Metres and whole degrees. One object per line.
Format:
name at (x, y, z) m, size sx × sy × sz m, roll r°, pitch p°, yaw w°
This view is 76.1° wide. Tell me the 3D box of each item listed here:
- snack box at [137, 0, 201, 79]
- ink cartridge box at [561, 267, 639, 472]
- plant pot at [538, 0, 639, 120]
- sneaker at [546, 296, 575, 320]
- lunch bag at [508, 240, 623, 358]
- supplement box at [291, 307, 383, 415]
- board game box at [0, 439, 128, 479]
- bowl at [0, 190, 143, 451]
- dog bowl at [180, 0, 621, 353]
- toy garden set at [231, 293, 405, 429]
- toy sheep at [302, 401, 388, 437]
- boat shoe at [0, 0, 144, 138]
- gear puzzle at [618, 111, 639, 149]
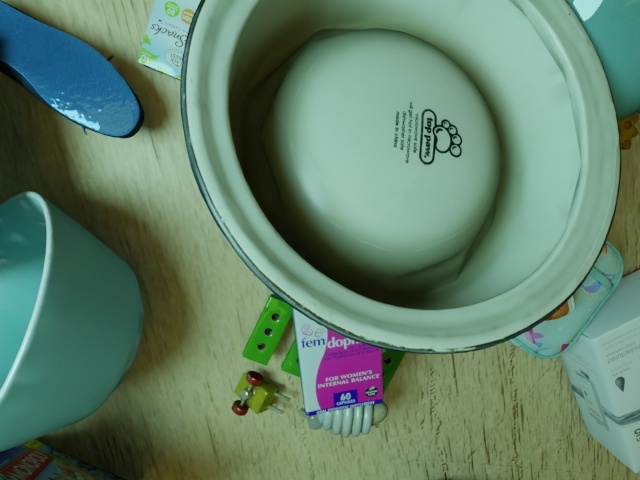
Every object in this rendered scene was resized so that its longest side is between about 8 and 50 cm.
snack box at (-0.175, -0.289, 0.556) m, size 0.100 × 0.037 × 0.141 m, roll 20°, pitch 100°, yaw -9°
ink cartridge box at (0.555, 0.218, 0.707) m, size 0.207 × 0.117 × 0.283 m, roll -26°, pitch 104°, yaw 0°
plant pot at (0.338, -0.288, 0.495) m, size 0.292 × 0.293 × 0.235 m, roll 20°, pitch 113°, yaw -10°
sneaker at (0.293, 0.035, 0.557) m, size 0.067 × 0.064 × 0.175 m, roll -19°, pitch 100°, yaw 8°
lunch bag at (0.313, 0.034, 0.645) m, size 0.279 × 0.108 × 0.224 m, roll 35°, pitch 97°, yaw -12°
supplement box at (0.018, 0.112, 0.561) m, size 0.111 × 0.114 × 0.220 m, roll -8°, pitch 114°, yaw -5°
board game box at (-0.348, 0.347, 0.553) m, size 0.213 × 0.317 × 0.046 m, roll 34°, pitch 62°, yaw -12°
bowl at (-0.349, 0.111, 0.520) m, size 0.312 × 0.311 × 0.163 m, roll -53°, pitch 141°, yaw 6°
dog bowl at (0.077, -0.101, 0.416) m, size 0.407 × 0.150 × 0.409 m, roll 2°, pitch 81°, yaw -14°
toy garden set at (-0.014, 0.220, 0.684) m, size 0.244 × 0.049 × 0.204 m, roll 24°, pitch 97°, yaw -12°
toy sheep at (0.038, 0.256, 0.630) m, size 0.132 × 0.091 × 0.091 m, roll 6°, pitch 102°, yaw 7°
boat shoe at (-0.339, -0.226, 0.531) m, size 0.258 × 0.089 × 0.109 m, roll 39°, pitch 83°, yaw -8°
gear puzzle at (0.505, -0.296, 0.625) m, size 0.175 × 0.044 × 0.339 m, roll 19°, pitch 100°, yaw -10°
